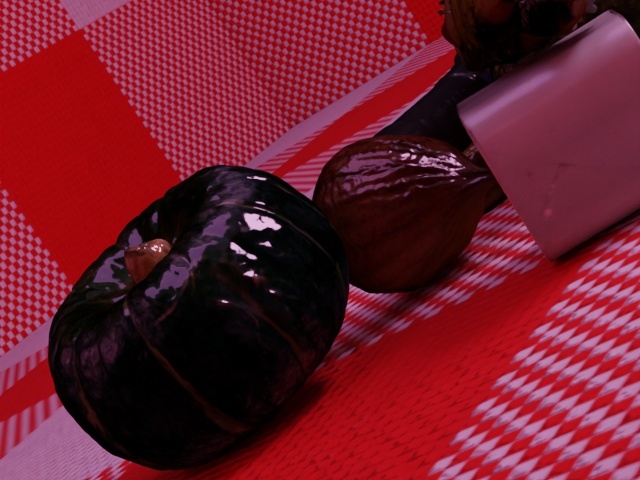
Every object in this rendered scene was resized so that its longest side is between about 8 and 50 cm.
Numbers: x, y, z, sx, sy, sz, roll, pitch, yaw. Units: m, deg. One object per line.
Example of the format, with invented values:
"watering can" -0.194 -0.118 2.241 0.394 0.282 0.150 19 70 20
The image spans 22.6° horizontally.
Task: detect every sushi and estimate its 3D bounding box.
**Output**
"sushi" 0.139 -0.182 1.151 0.103 0.097 0.226 -30 5 -15

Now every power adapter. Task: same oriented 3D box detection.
"power adapter" 0.214 -0.094 1.129 0.205 0.125 0.130 -31 7 10

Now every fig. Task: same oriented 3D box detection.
"fig" 0.095 -0.033 1.290 0.201 0.134 0.146 -15 28 43

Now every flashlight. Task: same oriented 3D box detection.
"flashlight" 0.165 -0.154 1.894 0.103 0.103 0.424 -28 11 40

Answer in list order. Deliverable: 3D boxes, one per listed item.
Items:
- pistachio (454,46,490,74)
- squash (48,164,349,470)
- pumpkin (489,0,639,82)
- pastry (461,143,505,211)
"pistachio" 0.249 -0.247 1.766 0.197 0.166 0.288 -58 -4 24
"squash" -0.093 0.059 1.237 0.252 0.165 0.252 -43 14 13
"pumpkin" 0.214 -0.185 1.390 0.157 0.224 0.224 -4 8 0
"pastry" 0.137 -0.056 1.491 0.109 0.057 0.097 -32 6 9
